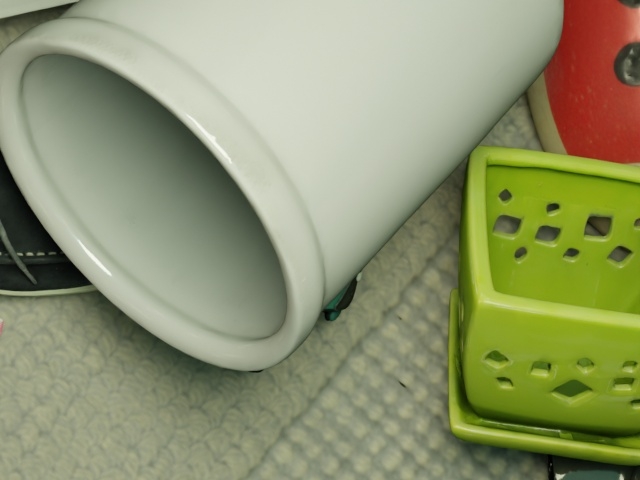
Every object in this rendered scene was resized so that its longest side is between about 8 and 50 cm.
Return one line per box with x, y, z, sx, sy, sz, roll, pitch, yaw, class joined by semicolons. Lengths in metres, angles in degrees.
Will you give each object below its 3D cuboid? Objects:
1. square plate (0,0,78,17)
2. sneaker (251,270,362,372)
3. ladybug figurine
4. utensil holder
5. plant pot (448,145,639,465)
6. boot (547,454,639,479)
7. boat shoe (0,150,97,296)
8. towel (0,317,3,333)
-0.324;-0.359;1.603;0.347;0.049;0.344;-14;76;-9;square plate
0.000;0.000;1.692;0.302;0.108;0.121;-41;115;-20;sneaker
0.355;-0.201;1.768;0.305;0.162;0.449;-8;87;-16;ladybug figurine
-0.024;-0.137;1.498;0.327;0.327;0.385;49;61;-6;utensil holder
0.227;0.070;1.651;0.228;0.207;0.227;8;40;-3;plant pot
0.284;0.169;1.752;0.137;0.077;0.198;4;55;3;boot
-0.330;-0.060;1.572;0.500;0.156;0.187;10;81;-16;boat shoe
-0.367;0.123;1.564;0.144;0.029;0.197;23;49;-13;towel
